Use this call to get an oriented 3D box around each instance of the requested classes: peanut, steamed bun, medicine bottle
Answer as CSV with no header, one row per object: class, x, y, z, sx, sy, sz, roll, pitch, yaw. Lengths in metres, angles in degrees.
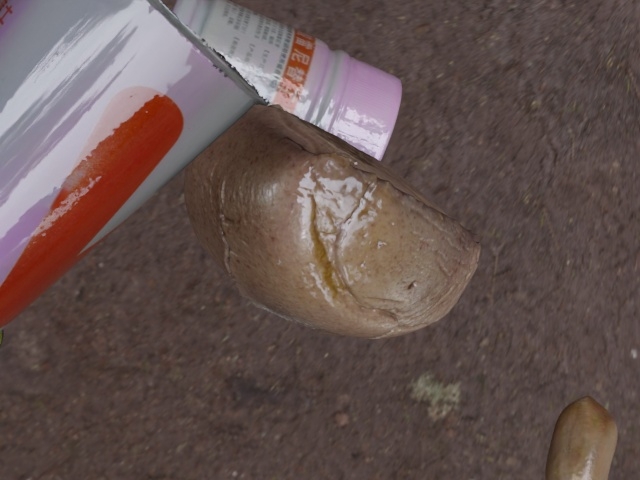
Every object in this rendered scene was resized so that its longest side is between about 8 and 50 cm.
peanut,0.315,0.263,1.310,0.076,0.076,0.152,12,67,14
steamed bun,0.000,0.000,1.123,0.251,0.301,0.199,40,101,44
medicine bottle,-0.071,-0.186,1.433,0.316,0.202,0.202,21,111,-12

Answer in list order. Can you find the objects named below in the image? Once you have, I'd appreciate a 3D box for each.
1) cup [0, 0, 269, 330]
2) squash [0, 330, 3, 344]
cup,-0.203,-0.062,0.769,0.203,0.203,0.288,44,92,3
squash,-0.426,0.091,1.218,0.105,0.132,0.105,0,69,0
